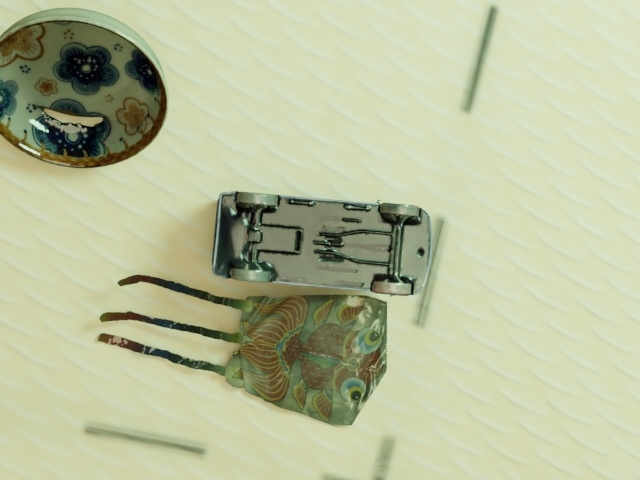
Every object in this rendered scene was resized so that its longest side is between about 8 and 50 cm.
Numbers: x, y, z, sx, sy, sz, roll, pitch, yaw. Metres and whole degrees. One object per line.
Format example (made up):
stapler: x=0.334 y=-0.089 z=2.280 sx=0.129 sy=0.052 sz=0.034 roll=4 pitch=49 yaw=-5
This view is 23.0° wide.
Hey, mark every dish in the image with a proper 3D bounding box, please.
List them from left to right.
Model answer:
dish: x=-0.182 y=-0.131 z=1.186 sx=0.141 sy=0.078 sz=0.141 roll=0 pitch=133 yaw=0

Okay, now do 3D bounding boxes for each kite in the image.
kite: x=-0.058 y=0.074 z=1.237 sx=0.229 sy=0.016 sz=0.127 roll=15 pitch=115 yaw=-9

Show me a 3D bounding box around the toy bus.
toy bus: x=0.000 y=0.000 z=1.224 sx=0.167 sy=0.076 sz=0.073 roll=6 pitch=91 yaw=-8
